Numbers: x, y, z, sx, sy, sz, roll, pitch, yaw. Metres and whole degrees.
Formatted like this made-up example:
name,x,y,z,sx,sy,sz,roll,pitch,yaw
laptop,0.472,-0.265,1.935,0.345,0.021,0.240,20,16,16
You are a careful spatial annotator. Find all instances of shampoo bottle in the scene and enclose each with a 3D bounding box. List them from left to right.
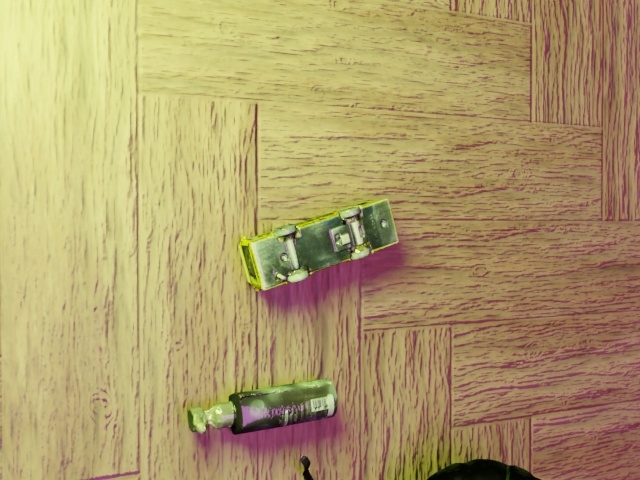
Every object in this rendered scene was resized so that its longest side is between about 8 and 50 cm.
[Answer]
name,x,y,z,sx,sy,sz,roll,pitch,yaw
shampoo bottle,-0.079,0.232,1.027,0.207,0.063,0.057,-5,81,-26

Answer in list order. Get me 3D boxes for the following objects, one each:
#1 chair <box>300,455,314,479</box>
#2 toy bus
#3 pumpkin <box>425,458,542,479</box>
name,x,y,z,sx,sy,sz,roll,pitch,yaw
chair,0.003,0.429,1.060,0.174,0.149,0.213,-45,151,-21
toy bus,0.000,0.000,1.057,0.226,0.074,0.081,-20,101,-25
pumpkin,0.247,0.470,1.110,0.295,0.295,0.296,0,91,-26
